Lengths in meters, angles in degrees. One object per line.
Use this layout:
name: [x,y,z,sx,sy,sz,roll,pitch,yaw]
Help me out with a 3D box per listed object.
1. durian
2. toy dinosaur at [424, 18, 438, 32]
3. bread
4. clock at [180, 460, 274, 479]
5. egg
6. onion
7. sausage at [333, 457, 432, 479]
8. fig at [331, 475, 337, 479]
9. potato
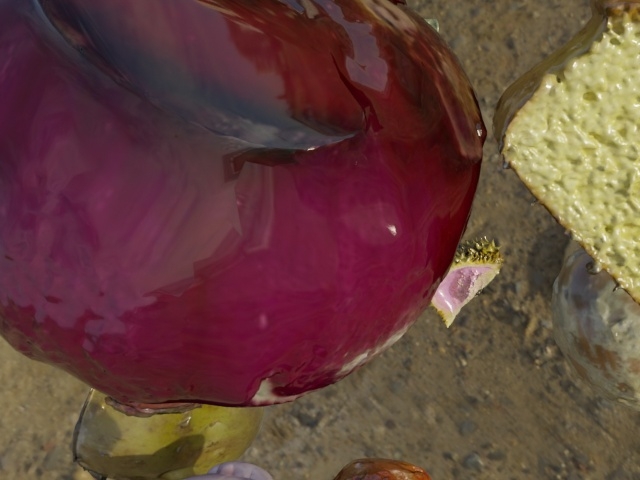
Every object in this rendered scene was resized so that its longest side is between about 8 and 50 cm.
durian: [0.305,0.080,1.782,0.132,0.182,0.165,36,53,5]
toy dinosaur: [0.142,-0.346,1.460,0.162,0.077,0.294,-14,51,-15]
bread: [0.297,-0.077,0.750,0.194,0.340,0.179,-40,23,18]
clock: [-0.133,0.564,1.314,0.251,0.376,0.368,3,62,22]
egg: [0.389,0.098,0.976,0.203,0.245,0.203,-40,12,10]
onion: [-0.114,-0.014,0.569,0.398,0.398,0.420,58,133,43]
sausage: [0.054,0.367,0.854,0.141,0.153,0.268,14,95,23]
fig: [0.051,0.384,1.166,0.155,0.109,0.103,-7,60,64]
potato: [-0.274,0.326,1.628,0.320,0.442,0.385,19,50,5]
